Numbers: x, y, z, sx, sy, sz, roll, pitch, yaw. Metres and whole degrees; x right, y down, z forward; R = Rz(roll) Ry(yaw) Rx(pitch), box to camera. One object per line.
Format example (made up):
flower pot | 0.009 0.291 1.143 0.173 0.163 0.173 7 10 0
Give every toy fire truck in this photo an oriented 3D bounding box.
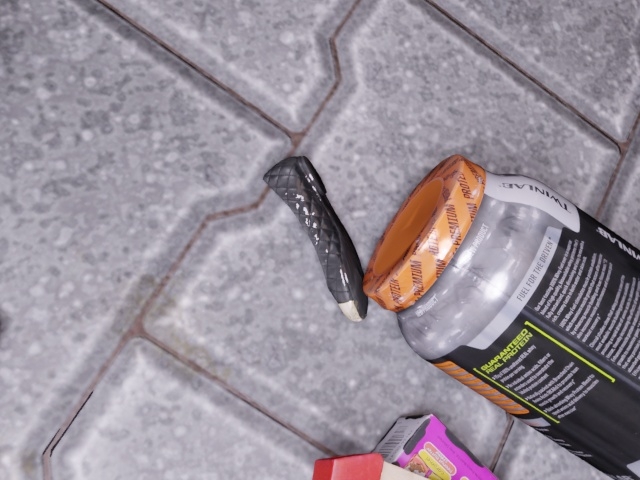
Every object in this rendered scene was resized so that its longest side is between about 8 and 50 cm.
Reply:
toy fire truck | 0.086 0.244 0.594 0.192 0.047 0.135 11 70 -17

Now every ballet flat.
ballet flat | 0.000 0.000 0.722 0.049 0.057 0.173 -27 82 16

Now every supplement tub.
supplement tub | 0.209 0.069 0.690 0.316 0.193 0.193 33 66 -9

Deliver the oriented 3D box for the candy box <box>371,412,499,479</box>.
candy box | 0.068 0.289 0.640 0.159 0.071 0.233 46 64 -3
